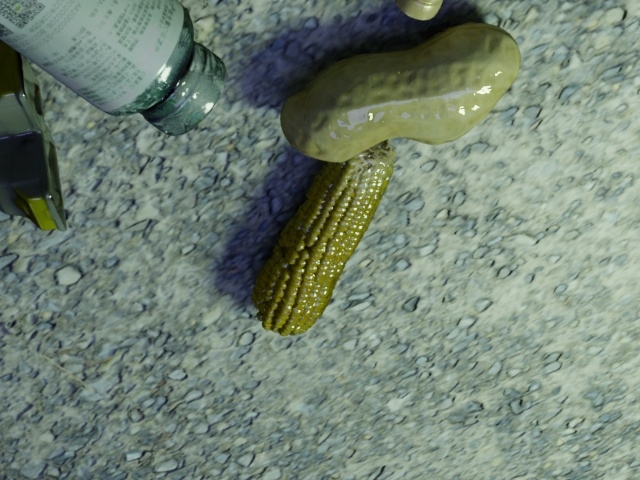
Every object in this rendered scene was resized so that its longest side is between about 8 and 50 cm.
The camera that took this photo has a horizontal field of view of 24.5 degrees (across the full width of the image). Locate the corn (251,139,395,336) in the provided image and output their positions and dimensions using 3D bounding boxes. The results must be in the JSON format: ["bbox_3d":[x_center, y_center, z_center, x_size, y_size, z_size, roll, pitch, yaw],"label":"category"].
[{"bbox_3d":[0.000,0.000,1.775,0.097,0.097,0.319,13,129,-20],"label":"corn"}]

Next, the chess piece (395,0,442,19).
[{"bbox_3d":[0.123,-0.288,1.533,0.066,0.066,0.122,9,137,-17],"label":"chess piece"}]

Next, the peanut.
[{"bbox_3d":[0.090,-0.156,1.621,0.275,0.111,0.125,-15,121,9],"label":"peanut"}]

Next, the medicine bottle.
[{"bbox_3d":[-0.229,-0.221,1.487,0.141,0.141,0.293,-36,128,24],"label":"medicine bottle"}]

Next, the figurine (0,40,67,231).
[{"bbox_3d":[-0.431,-0.088,1.565,0.285,0.342,0.167,-10,178,-1],"label":"figurine"}]
